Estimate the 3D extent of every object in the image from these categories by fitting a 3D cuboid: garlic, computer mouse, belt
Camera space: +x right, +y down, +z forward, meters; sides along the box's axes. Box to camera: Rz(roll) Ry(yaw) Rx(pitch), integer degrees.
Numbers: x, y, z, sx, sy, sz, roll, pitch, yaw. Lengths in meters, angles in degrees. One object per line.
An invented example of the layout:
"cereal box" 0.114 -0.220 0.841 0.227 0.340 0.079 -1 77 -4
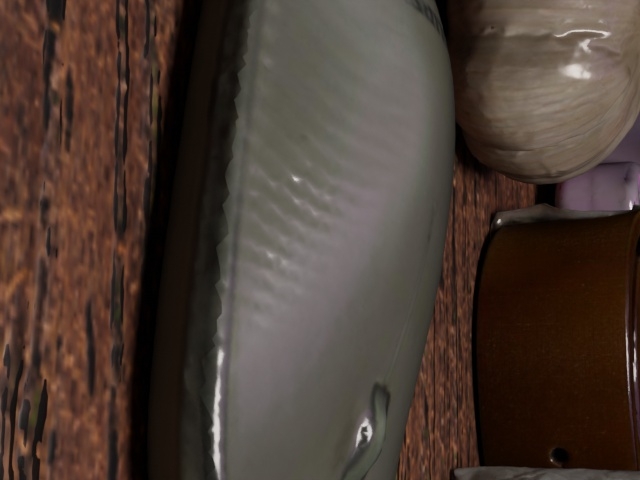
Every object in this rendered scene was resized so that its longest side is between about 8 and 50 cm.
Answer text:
"garlic" 0.192 -0.142 1.025 0.218 0.212 0.218 3 90 -72
"computer mouse" 0.006 0.000 0.676 0.197 0.095 0.331 43 48 -56
"belt" 0.201 0.138 1.131 0.217 0.122 0.339 -52 135 -59

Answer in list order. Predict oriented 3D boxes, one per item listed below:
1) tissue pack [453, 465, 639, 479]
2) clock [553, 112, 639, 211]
"tissue pack" 0.170 0.206 0.914 0.148 0.209 0.156 40 48 -63
"clock" 0.282 0.008 1.385 0.295 0.113 0.322 -72 149 -44
